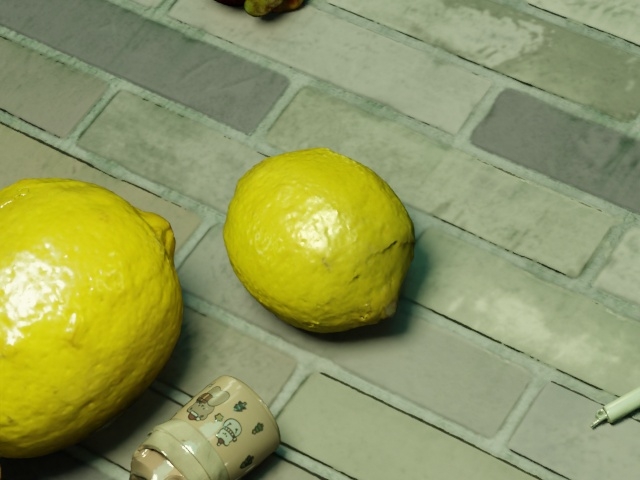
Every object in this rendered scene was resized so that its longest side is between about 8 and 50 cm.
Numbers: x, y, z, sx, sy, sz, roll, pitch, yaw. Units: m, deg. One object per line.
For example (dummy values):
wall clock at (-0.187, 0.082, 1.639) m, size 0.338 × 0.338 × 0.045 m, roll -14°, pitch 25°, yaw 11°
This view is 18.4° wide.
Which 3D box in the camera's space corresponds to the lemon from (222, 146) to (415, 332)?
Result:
lemon at (-0.001, -0.001, 1.951) m, size 0.181 × 0.180 × 0.193 m, roll -24°, pitch 36°, yaw -8°

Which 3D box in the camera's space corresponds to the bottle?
bottle at (-0.120, 0.205, 1.865) m, size 0.152 × 0.099 × 0.099 m, roll -40°, pitch 59°, yaw -23°

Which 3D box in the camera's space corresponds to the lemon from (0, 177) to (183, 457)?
lemon at (-0.267, 0.072, 1.888) m, size 0.260 × 0.260 × 0.284 m, roll 39°, pitch 97°, yaw 29°

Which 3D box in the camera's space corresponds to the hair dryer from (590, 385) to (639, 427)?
hair dryer at (0.312, 0.149, 1.881) m, size 0.124 × 0.038 × 0.063 m, roll -28°, pitch 56°, yaw -4°

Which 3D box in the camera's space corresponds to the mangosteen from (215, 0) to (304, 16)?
mangosteen at (-0.071, -0.317, 2.209) m, size 0.153 × 0.152 × 0.152 m, roll -4°, pitch 55°, yaw 6°
